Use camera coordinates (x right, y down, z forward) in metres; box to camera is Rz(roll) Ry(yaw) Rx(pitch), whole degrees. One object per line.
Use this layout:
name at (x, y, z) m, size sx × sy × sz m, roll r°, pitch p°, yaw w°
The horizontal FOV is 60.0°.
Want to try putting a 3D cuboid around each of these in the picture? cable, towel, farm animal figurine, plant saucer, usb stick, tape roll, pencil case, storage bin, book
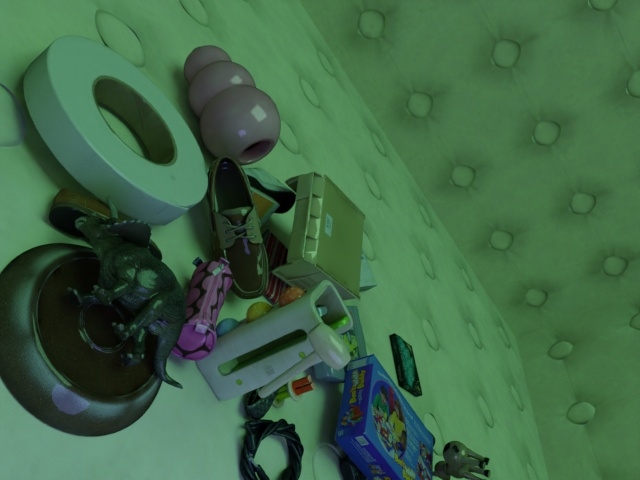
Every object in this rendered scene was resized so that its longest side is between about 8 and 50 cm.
cable at (-0.083, 0.424, 1.073) m, size 0.184 × 0.047 × 0.151 m, roll 32°, pitch 38°, yaw -51°
towel at (-0.066, 0.131, 1.444) m, size 0.275 × 0.031 × 0.199 m, roll 47°, pitch 30°, yaw -27°
farm animal figurine at (0.346, 0.701, 1.466) m, size 0.326 × 0.172 × 0.331 m, roll 35°, pitch 70°, yaw -53°
plant saucer at (-0.343, 0.137, 0.849) m, size 0.310 × 0.050 × 0.311 m, roll 45°, pitch 30°, yaw -35°
usb stick at (0.125, 0.538, 1.382) m, size 0.278 × 0.045 × 0.077 m, roll 5°, pitch 67°, yaw -63°
tape roll at (-0.374, -0.210, 1.070) m, size 0.392 × 0.072 × 0.392 m, roll 49°, pitch 20°, yaw -25°
pencil case at (-0.219, 0.122, 1.037) m, size 0.095 × 0.098 × 0.209 m, roll 37°, pitch 27°, yaw -22°
storage bin at (0.000, 0.000, 1.426) m, size 0.260 × 0.123 × 0.263 m, roll 40°, pitch 48°, yaw -46°
book at (-0.179, -0.082, 1.360) m, size 0.035 × 0.096 × 0.144 m, roll 43°, pitch 9°, yaw 35°

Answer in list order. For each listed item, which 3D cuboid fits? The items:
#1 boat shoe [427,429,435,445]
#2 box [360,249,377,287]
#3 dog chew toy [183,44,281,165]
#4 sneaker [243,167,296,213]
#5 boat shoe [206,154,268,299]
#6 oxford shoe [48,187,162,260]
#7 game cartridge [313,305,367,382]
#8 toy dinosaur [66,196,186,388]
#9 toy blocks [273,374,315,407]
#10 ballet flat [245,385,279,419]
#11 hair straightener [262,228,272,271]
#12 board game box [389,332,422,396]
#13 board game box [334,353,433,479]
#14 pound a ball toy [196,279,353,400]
boat shoe at (0.217, 0.510, 1.575) m, size 0.257 × 0.095 × 0.095 m, roll 49°, pitch -7°, yaw -22°
box at (0.063, 0.014, 1.803) m, size 0.232 × 0.058 × 0.322 m, roll 5°, pitch 62°, yaw -63°
dog chew toy at (-0.242, -0.357, 1.414) m, size 0.332 × 0.206 × 0.206 m, roll 59°, pitch 22°, yaw 14°
sneaker at (-0.195, -0.140, 1.421) m, size 0.123 × 0.106 × 0.290 m, roll 44°, pitch 16°, yaw 32°
boat shoe at (-0.187, -0.033, 1.196) m, size 0.116 × 0.123 × 0.325 m, roll 122°, pitch -48°, yaw -73°
oxford shoe at (-0.360, -0.024, 0.959) m, size 0.212 × 0.076 × 0.076 m, roll 41°, pitch 22°, yaw -40°
game cartridge at (0.052, 0.271, 1.452) m, size 0.294 × 0.060 × 0.196 m, roll 13°, pitch 68°, yaw -66°
toy dinosaur at (-0.267, 0.084, 0.842) m, size 0.314 × 0.121 × 0.160 m, roll 55°, pitch 43°, yaw -11°
toy blocks at (-0.044, 0.276, 1.184) m, size 0.054 × 0.148 × 0.123 m, roll 33°, pitch 37°, yaw -48°
ballet flat at (-0.104, 0.282, 1.127) m, size 0.049 × 0.057 × 0.173 m, roll 82°, pitch 22°, yaw -45°
hair straightener at (-0.148, 0.052, 1.308) m, size 0.089 × 0.047 × 0.231 m, roll 27°, pitch 36°, yaw -18°
board game box at (0.287, 0.419, 1.864) m, size 0.126 × 0.026 × 0.186 m, roll 39°, pitch 32°, yaw -41°
board game box at (0.169, 0.487, 1.363) m, size 0.347 × 0.078 × 0.233 m, roll 56°, pitch 28°, yaw -25°
pound a ball toy at (-0.085, 0.177, 0.992) m, size 0.136 × 0.319 × 0.208 m, roll 60°, pitch 24°, yaw -4°
